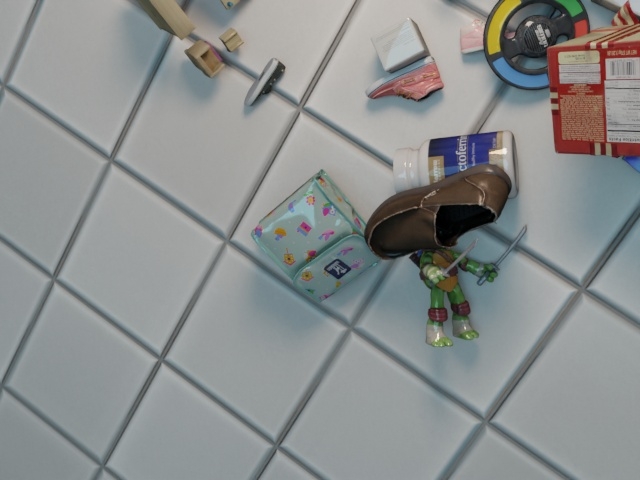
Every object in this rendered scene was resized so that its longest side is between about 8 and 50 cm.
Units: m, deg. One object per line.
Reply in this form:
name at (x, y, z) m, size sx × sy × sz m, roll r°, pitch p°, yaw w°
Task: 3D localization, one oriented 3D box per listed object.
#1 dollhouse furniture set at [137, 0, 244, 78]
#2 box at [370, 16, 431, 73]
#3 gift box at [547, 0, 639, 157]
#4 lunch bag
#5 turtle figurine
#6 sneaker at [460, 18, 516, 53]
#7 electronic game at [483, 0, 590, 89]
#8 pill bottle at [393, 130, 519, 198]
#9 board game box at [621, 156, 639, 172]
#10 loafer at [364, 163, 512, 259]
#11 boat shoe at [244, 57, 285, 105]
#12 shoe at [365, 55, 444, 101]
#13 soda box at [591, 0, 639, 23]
dollhouse furniture set at (-0.271, -0.622, 1.894) m, size 0.303 × 0.198 × 0.286 m, roll -42°, pitch 124°, yaw -4°
box at (0.185, -0.443, 1.753) m, size 0.101 × 0.102 × 0.087 m, roll -25°, pitch 88°, yaw 19°
gift box at (0.622, -0.321, 1.505) m, size 0.255 × 0.258 × 0.276 m, roll 16°, pitch 120°, yaw 44°
lunch bag at (0.000, 0.000, 1.854) m, size 0.223 × 0.160 × 0.262 m, roll -38°, pitch 96°, yaw 16°
turtle figurine at (0.321, 0.103, 1.739) m, size 0.274 × 0.198 × 0.266 m, roll -1°, pitch 99°, yaw 22°
sneaker at (0.375, -0.465, 1.712) m, size 0.134 × 0.051 × 0.070 m, roll -8°, pitch 101°, yaw 23°
electronic game at (0.466, -0.440, 1.654) m, size 0.229 × 0.048 × 0.229 m, roll 0°, pitch 110°, yaw 0°
pill bottle at (0.305, -0.159, 1.728) m, size 0.264 × 0.153 × 0.153 m, roll -5°, pitch 96°, yaw 19°
board game box at (0.828, -0.223, 1.601) m, size 0.213 × 0.046 × 0.317 m, roll 42°, pitch 108°, yaw 8°
loafer at (0.237, -0.044, 1.656) m, size 0.366 × 0.130 × 0.134 m, roll -29°, pitch 120°, yaw 36°
boat shoe at (-0.138, -0.386, 1.900) m, size 0.040 × 0.049 × 0.142 m, roll 27°, pitch 116°, yaw -27°
shoe at (0.196, -0.353, 1.782) m, size 0.178 × 0.063 × 0.081 m, roll -24°, pitch 86°, yaw 16°
soda box at (0.710, -0.483, 1.577) m, size 0.286 × 0.091 × 0.098 m, roll 30°, pitch 105°, yaw 12°
